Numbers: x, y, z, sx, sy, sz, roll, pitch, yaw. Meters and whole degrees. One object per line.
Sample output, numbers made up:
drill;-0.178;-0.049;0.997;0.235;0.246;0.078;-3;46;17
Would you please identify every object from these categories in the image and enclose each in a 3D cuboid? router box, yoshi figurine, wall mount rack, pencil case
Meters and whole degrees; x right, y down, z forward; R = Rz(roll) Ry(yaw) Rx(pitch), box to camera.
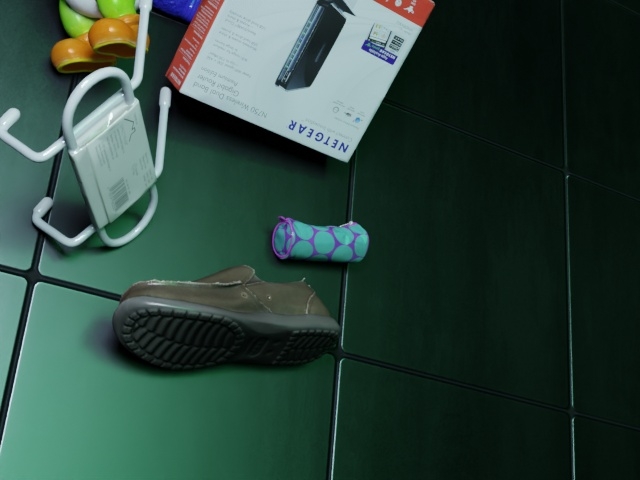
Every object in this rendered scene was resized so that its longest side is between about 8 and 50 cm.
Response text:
router box;-0.028;-0.319;1.548;0.335;0.082;0.301;19;107;-33
yoshi figurine;-0.368;-0.442;1.432;0.203;0.203;0.362;-8;87;-6
wall mount rack;-0.286;-0.161;1.351;0.130;0.350;0.304;34;63;19
pencil case;0.000;0.000;1.592;0.151;0.064;0.070;3;86;-31

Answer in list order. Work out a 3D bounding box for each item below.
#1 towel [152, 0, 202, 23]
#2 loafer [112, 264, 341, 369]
towel;-0.205;-0.468;1.640;0.308;0.076;0.228;25;60;-22
loafer;-0.144;0.107;1.442;0.365;0.134;0.130;11;43;-39
